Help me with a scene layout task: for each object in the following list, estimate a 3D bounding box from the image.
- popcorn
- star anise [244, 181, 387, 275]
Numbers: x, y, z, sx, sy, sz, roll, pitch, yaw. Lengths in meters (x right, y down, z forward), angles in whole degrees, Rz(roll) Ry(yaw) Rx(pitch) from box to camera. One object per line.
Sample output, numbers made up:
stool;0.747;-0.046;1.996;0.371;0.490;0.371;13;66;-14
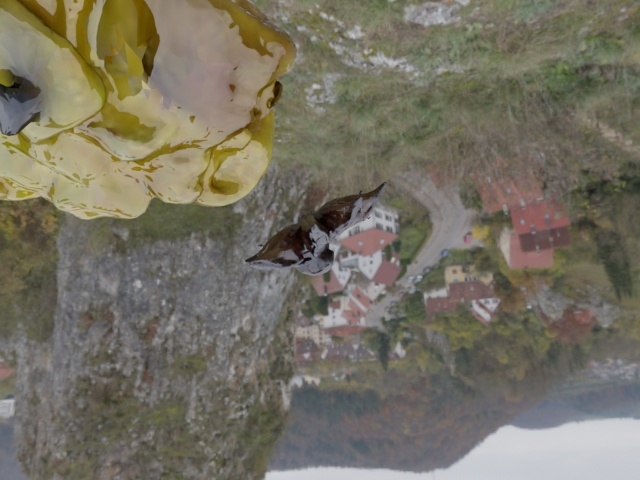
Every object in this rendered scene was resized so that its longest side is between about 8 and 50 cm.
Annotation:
popcorn;-0.175;-0.153;0.382;0.315;0.281;0.298;2;129;-4
star anise;0.000;0.000;0.814;0.271;0.103;0.272;-31;-174;4
